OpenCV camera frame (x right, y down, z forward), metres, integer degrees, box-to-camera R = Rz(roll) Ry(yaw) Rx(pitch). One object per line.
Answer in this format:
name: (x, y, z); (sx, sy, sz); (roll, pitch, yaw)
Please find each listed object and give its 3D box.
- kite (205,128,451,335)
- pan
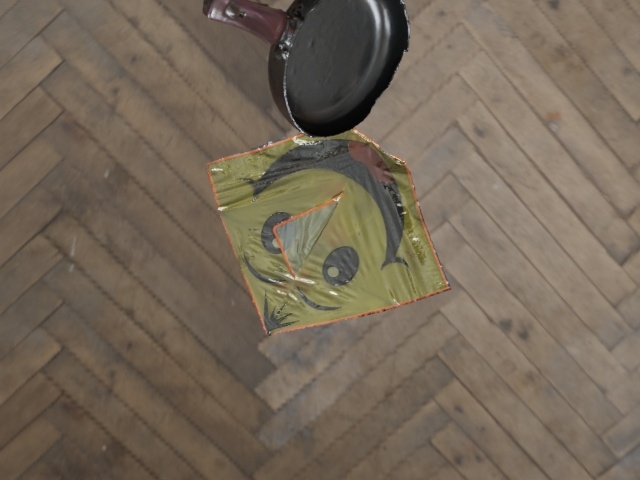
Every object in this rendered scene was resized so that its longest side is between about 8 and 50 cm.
kite: (0.000, 0.001, 1.642); (0.377, 0.013, 0.328); (30, 108, -1)
pan: (-0.016, -0.129, 0.760); (0.040, 0.212, 0.115); (30, 101, 32)
